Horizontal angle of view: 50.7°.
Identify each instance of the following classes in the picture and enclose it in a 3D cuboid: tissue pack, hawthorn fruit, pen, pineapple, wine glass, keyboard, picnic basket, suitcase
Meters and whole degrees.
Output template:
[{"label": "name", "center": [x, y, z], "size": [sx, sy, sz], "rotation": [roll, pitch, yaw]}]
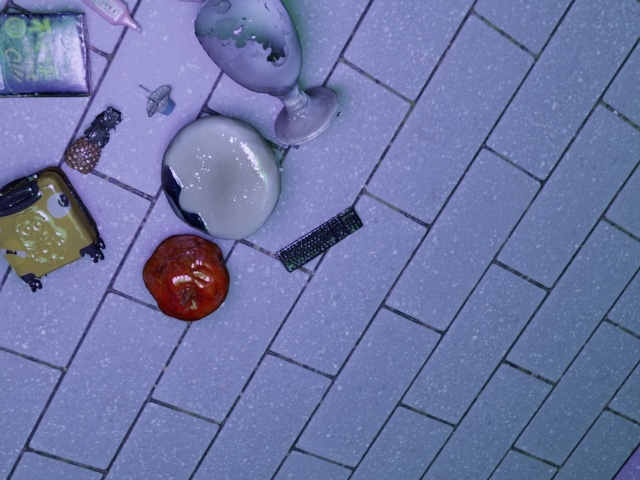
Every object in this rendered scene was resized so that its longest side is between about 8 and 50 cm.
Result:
[{"label": "tissue pack", "center": [-0.597, -0.381, 1.387], "size": [0.235, 0.073, 0.174], "rotation": [-4, 112, -13]}, {"label": "hawthorn fruit", "center": [-0.302, 0.099, 1.557], "size": [0.207, 0.243, 0.208], "rotation": [-4, 110, -10]}, {"label": "pen", "center": [-0.455, -0.496, 1.399], "size": [0.197, 0.032, 0.053], "rotation": [34, 99, -22]}, {"label": "pineapple", "center": [-0.492, -0.223, 1.480], "size": [0.074, 0.074, 0.159], "rotation": [35, 95, -23]}, {"label": "wine glass", "center": [-0.108, -0.371, 1.412], "size": [0.190, 0.190, 0.357], "rotation": [-36, 135, 2]}, {"label": "keyboard", "center": [0.000, 0.000, 1.712], "size": [0.231, 0.023, 0.072], "rotation": [-32, 117, 0]}, {"label": "picnic basket", "center": [-0.358, -0.308, 1.481], "size": [0.083, 0.065, 0.083], "rotation": [-45, 131, 11]}, {"label": "suitcase", "center": [-0.607, -0.035, 1.482], "size": [0.193, 0.143, 0.235], "rotation": [-25, 116, -2]}]

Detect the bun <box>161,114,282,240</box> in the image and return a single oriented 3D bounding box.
[{"label": "bun", "center": [-0.214, -0.151, 1.527], "size": [0.283, 0.179, 0.284], "rotation": [3, 111, 8]}]
